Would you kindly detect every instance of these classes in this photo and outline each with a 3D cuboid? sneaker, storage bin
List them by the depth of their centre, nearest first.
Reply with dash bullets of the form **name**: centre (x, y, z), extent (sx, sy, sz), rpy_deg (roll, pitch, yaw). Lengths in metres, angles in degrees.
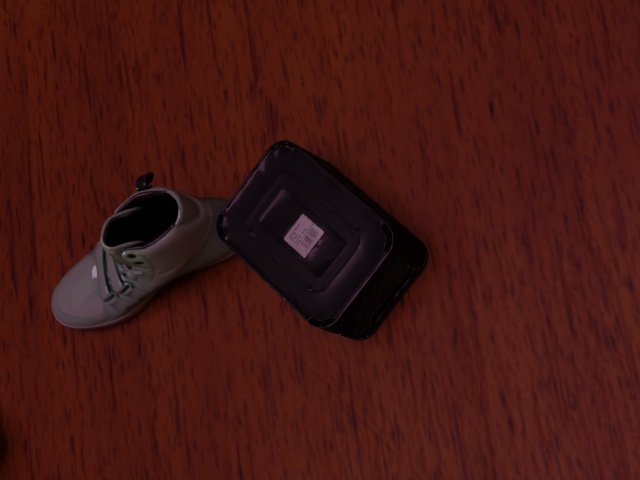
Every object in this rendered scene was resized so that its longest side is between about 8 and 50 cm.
- **storage bin**: centre (0.000, 0.000, 1.360), extent (0.180, 0.084, 0.122), rpy_deg (42, 99, 31)
- **sneaker**: centre (-0.213, 0.012, 1.435), extent (0.256, 0.151, 0.094), rpy_deg (-28, 68, 22)
